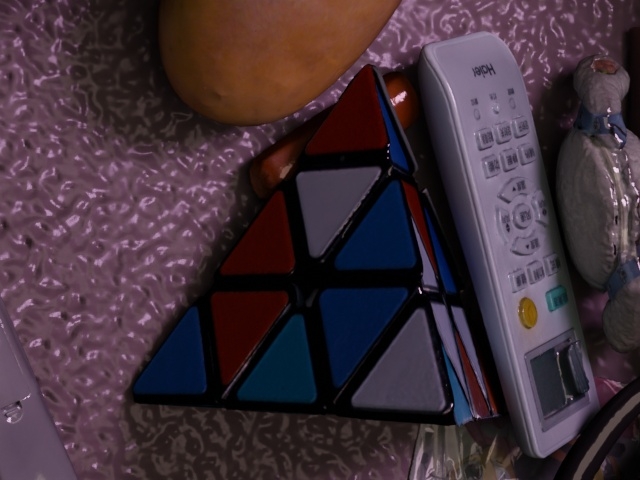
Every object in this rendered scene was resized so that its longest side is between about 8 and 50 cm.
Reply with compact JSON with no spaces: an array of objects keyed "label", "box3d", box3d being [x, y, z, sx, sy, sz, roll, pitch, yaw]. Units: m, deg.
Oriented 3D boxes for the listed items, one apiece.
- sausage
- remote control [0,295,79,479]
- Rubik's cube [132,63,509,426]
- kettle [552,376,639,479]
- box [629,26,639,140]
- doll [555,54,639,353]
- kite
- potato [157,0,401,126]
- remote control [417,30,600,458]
[{"label":"sausage","box3d":[0.009,-0.069,1.283,0.131,0.041,0.039,-34,115,-15]},{"label":"remote control","box3d":[-0.200,0.116,1.221,0.050,0.027,0.184,-25,100,-17]},{"label":"Rubik's cube","box3d":[0.000,0.000,1.242,0.250,0.284,0.234,0,87,17]},{"label":"kettle","box3d":[0.273,0.184,1.310,0.202,0.144,0.232,37,87,-11]},{"label":"box","box3d":[0.313,-0.052,1.303,0.086,0.215,0.215,-1,90,-30]},{"label":"doll","box3d":[0.204,-0.026,1.319,0.071,0.103,0.214,-6,88,1]},{"label":"kite","box3d":[0.231,0.180,1.381,0.360,0.022,0.204,1,91,-16]},{"label":"potato","box3d":[-0.014,-0.180,1.213,0.150,0.146,0.234,33,83,-26]},{"label":"remote control","box3d":[0.128,0.001,1.310,0.103,0.051,0.293,-20,95,-54]}]
